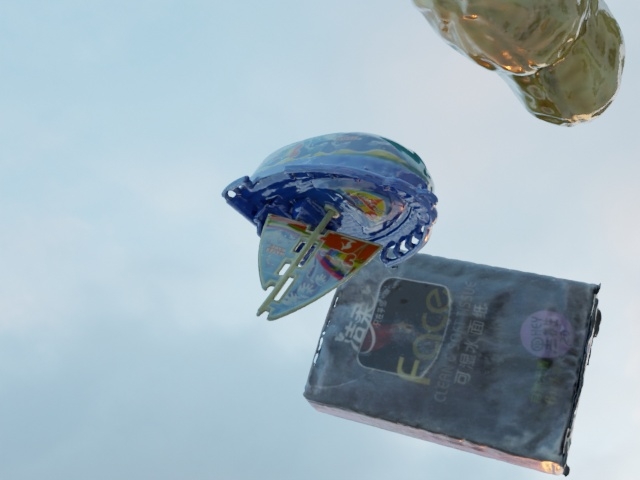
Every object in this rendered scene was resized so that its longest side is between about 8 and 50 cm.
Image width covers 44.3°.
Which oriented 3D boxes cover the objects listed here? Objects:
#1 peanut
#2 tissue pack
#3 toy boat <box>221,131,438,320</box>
[{"bbox_3d":[0.184,-0.200,0.702,0.147,0.147,0.306,-54,-35,12],"label":"peanut"},{"bbox_3d":[0.182,0.155,1.084,0.259,0.362,0.122,-68,-26,-24],"label":"tissue pack"},{"bbox_3d":[0.000,0.000,0.418,0.091,0.175,0.110,42,-116,-21],"label":"toy boat"}]
